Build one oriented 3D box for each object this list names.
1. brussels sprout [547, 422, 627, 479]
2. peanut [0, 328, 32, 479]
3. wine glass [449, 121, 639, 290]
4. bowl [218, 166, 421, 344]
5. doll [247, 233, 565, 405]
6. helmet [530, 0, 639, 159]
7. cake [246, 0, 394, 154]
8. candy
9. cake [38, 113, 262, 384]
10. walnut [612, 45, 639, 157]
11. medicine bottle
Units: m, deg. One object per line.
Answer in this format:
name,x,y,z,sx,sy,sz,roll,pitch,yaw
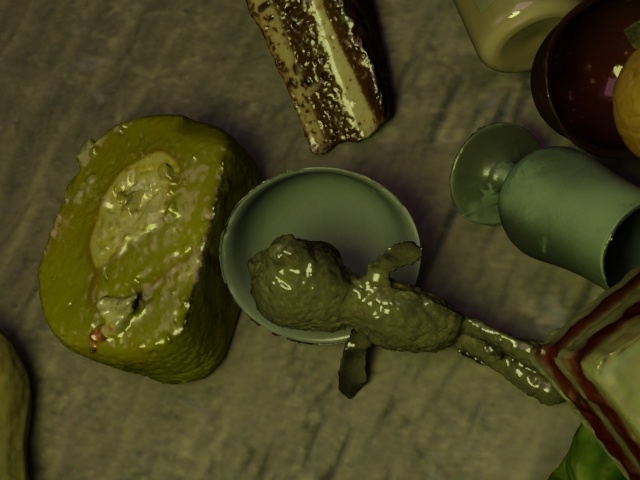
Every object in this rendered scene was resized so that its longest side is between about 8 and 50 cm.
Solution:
brussels sprout,0.274,0.181,0.926,0.181,0.100,0.139,-46,50,14
peanut,-0.356,0.207,1.139,0.111,0.125,0.274,-15,68,18
wine glass,0.209,-0.026,0.954,0.103,0.103,0.231,-50,31,-1
bowl,0.000,0.000,1.079,0.189,0.189,0.086,-23,24,12
doll,0.079,0.064,0.989,0.286,0.202,0.091,4,57,26
helmet,0.248,-0.144,1.024,0.175,0.106,0.155,-30,102,-24
cake,0.010,-0.226,1.195,0.112,0.135,0.246,-23,94,25
candy,0.320,0.150,0.808,0.179,0.135,0.320,-39,98,-7
cake,-0.169,0.004,1.127,0.179,0.156,0.260,9,74,17
walnut,0.331,-0.118,0.895,0.207,0.159,0.159,-9,66,51
medicine bottle,0.169,-0.295,1.115,0.114,0.114,0.252,-25,64,12
